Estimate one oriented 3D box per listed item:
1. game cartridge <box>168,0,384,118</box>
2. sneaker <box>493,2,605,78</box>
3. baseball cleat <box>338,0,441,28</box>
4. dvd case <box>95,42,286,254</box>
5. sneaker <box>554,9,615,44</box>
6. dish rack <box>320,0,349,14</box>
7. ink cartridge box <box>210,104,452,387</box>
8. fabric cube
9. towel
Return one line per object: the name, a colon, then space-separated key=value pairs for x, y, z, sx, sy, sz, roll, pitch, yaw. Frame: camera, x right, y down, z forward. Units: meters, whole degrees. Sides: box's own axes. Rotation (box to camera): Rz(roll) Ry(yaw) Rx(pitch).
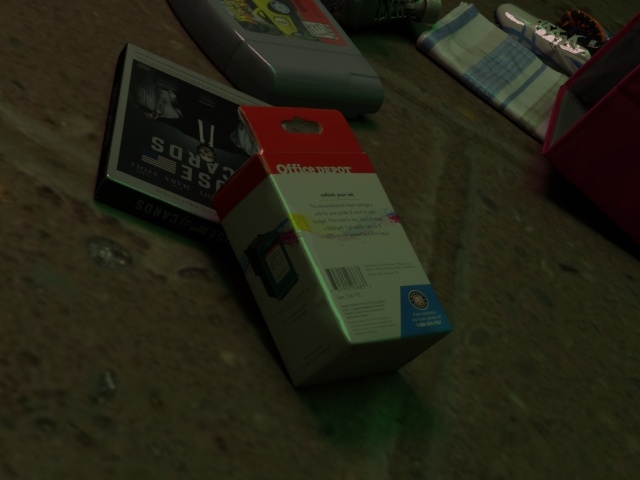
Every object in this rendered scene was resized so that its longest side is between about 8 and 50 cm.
game cartridge: x=-0.071 y=-0.253 z=1.447 sx=0.196 sy=0.060 sz=0.294 roll=-4 pitch=47 yaw=-41
sneaker: x=0.358 y=-0.278 z=1.859 sx=0.237 sy=0.086 sz=0.085 roll=39 pitch=33 yaw=10
baseball cleat: x=0.097 y=-0.311 z=1.649 sx=0.109 sy=0.072 sz=0.206 roll=19 pitch=28 yaw=14
dvd case: x=-0.113 y=-0.084 z=1.192 sx=0.179 sy=0.029 sz=0.239 roll=22 pitch=32 yaw=-19
sneaker: x=0.455 y=-0.269 z=1.949 sx=0.087 sy=0.083 sz=0.221 roll=2 pitch=47 yaw=-54
dish rack: x=0.001 y=-0.413 z=1.600 sx=0.074 sy=0.208 sz=0.271 roll=25 pitch=30 yaw=-45
ink cartridge box: x=0.000 y=0.000 z=1.088 sx=0.134 sy=0.078 sz=0.231 roll=-3 pitch=60 yaw=-46
fabric cube: x=0.462 y=-0.146 z=1.573 sx=0.258 sy=0.259 sz=0.254 roll=42 pitch=29 yaw=-6
towel: x=0.273 y=-0.218 z=1.745 sx=0.285 sy=0.034 sz=0.209 roll=39 pitch=32 yaw=6
